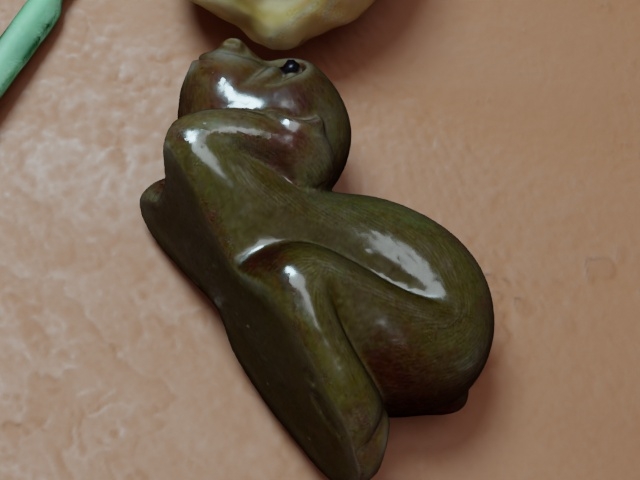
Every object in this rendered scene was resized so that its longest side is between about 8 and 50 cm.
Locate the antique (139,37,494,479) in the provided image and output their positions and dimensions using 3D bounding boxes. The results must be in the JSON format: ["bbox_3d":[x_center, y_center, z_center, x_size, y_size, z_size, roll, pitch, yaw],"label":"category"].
[{"bbox_3d":[0.000,0.000,0.764,0.143,0.121,0.257,-33,82,-25],"label":"antique"}]

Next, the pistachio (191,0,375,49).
[{"bbox_3d":[-0.008,-0.228,0.824,0.157,0.157,0.229,24,58,-2],"label":"pistachio"}]

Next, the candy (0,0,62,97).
[{"bbox_3d":[-0.242,-0.026,0.747,0.119,0.119,0.439,28,64,-1],"label":"candy"}]
